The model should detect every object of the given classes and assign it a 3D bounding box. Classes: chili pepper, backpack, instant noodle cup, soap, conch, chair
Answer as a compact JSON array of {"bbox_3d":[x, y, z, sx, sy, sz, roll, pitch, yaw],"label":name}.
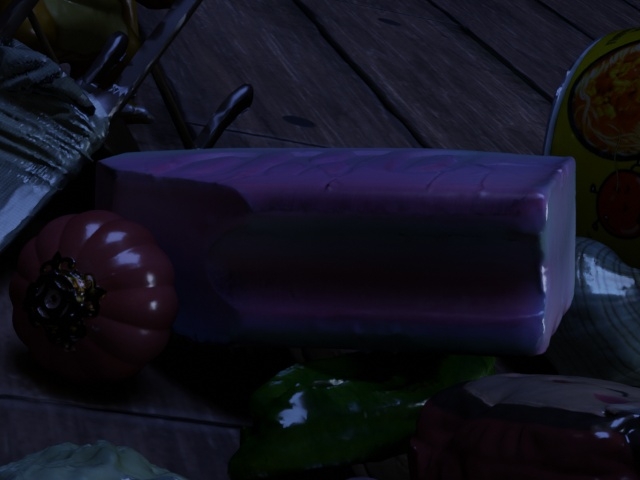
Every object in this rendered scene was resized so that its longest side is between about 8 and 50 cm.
[{"bbox_3d":[0.038,0.095,0.984,0.100,0.074,0.257,8,11,34],"label":"chili pepper"},{"bbox_3d":[0.164,0.148,0.852,0.229,0.139,0.229,13,-1,0],"label":"backpack"},{"bbox_3d":[0.341,-0.042,1.249,0.254,0.325,0.325,4,8,39],"label":"instant noodle cup"},{"bbox_3d":[0.000,0.000,1.034,0.324,0.109,0.193,0,10,17],"label":"soap"},{"bbox_3d":[0.196,0.068,1.148,0.114,0.137,0.234,-29,32,-28],"label":"conch"},{"bbox_3d":[-0.203,-0.062,1.179,0.160,0.319,0.186,25,-24,22],"label":"chair"}]

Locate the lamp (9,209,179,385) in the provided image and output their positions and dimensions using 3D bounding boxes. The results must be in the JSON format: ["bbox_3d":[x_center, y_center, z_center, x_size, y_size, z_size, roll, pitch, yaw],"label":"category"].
[{"bbox_3d":[-0.138,0.035,0.972,0.107,0.107,0.092,23,6,21],"label":"lamp"}]

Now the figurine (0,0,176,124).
[{"bbox_3d":[-0.268,-0.302,1.426,0.401,0.387,0.268,5,-3,-38],"label":"figurine"}]

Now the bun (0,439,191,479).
[{"bbox_3d":[-0.087,0.151,0.649,0.212,0.126,0.204,28,21,36],"label":"bun"}]

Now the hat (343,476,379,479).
[{"bbox_3d":[0.027,0.147,0.877,0.058,0.042,0.087,22,19,18],"label":"hat"}]
